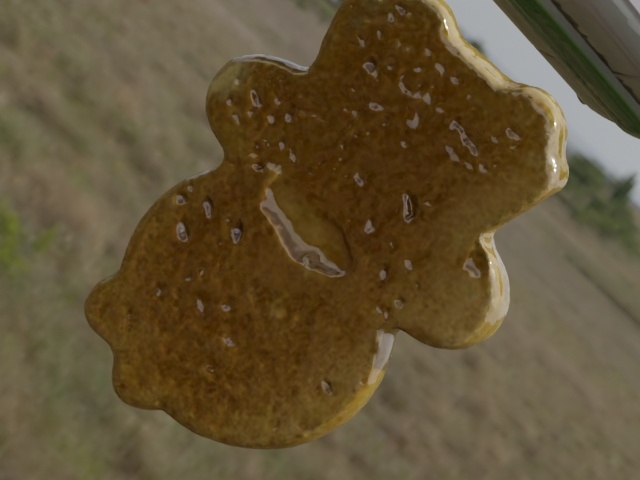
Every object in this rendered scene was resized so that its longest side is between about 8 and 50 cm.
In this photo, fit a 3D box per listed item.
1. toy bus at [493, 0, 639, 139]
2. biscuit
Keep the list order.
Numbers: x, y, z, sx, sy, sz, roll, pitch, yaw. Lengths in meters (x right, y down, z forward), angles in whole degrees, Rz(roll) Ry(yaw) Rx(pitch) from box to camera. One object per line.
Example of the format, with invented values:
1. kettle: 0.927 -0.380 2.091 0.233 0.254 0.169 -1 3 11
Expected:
1. toy bus: 0.192 -0.172 1.036 0.143 0.179 0.305 21 -11 40
2. biscuit: 0.000 0.000 0.778 0.166 0.225 0.036 42 11 11
